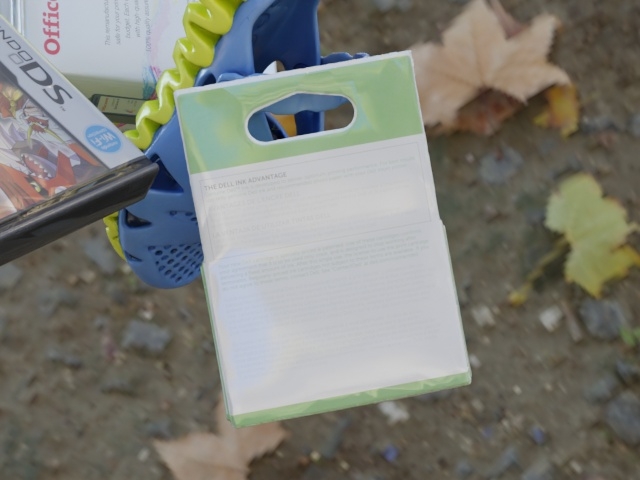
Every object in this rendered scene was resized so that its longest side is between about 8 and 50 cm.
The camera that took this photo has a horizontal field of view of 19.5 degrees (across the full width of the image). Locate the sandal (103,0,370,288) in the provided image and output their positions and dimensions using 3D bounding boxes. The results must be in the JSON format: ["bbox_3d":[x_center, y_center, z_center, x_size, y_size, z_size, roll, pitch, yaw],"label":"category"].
[{"bbox_3d":[-0.060,-0.072,1.367,0.138,0.126,0.317,42,132,18],"label":"sandal"}]

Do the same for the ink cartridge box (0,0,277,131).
[{"bbox_3d":[-0.153,-0.174,1.523,0.093,0.212,0.154,135,134,-56],"label":"ink cartridge box"}]

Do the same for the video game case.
[{"bbox_3d":[-0.273,-0.076,1.138,0.248,0.275,0.035,44,130,15],"label":"video game case"}]

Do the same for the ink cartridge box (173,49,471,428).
[{"bbox_3d":[0.000,0.000,1.287,0.171,0.056,0.235,-10,91,-4],"label":"ink cartridge box"}]
